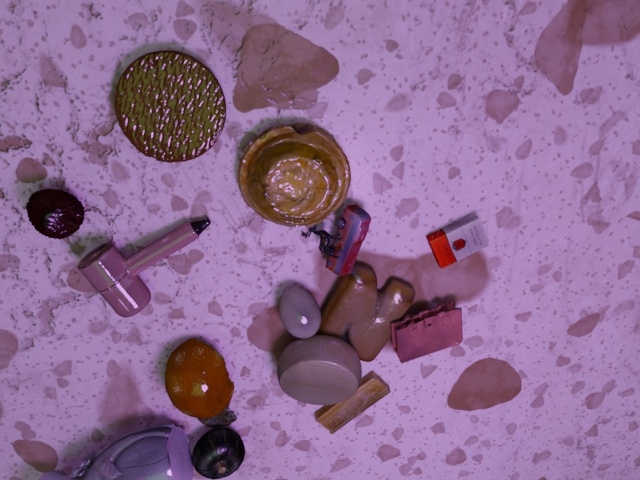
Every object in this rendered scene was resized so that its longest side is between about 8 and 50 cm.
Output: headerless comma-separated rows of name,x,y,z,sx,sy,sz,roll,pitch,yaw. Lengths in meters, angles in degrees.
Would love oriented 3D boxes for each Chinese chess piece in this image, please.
Chinese chess piece,-0.003,0.383,1.516,0.250,0.101,0.251,1,133,1

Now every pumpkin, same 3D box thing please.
pumpkin,-0.318,0.673,1.627,0.167,0.125,0.167,-4,97,-33

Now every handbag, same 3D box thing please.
handbag,0.319,0.273,1.539,0.212,0.059,0.158,-17,127,-9

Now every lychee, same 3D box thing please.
lychee,-0.644,-0.070,1.248,0.123,0.123,0.129,-41,86,11

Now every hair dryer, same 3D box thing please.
hair dryer,-0.429,0.048,1.349,0.344,0.107,0.190,-30,116,0

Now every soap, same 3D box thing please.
soap,0.102,0.527,1.669,0.252,0.037,0.092,-39,113,11

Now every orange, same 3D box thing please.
orange,-0.355,0.416,1.488,0.179,0.158,0.238,-4,118,12

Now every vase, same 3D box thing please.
vase,-0.619,0.726,1.555,0.444,0.250,0.250,-20,116,3

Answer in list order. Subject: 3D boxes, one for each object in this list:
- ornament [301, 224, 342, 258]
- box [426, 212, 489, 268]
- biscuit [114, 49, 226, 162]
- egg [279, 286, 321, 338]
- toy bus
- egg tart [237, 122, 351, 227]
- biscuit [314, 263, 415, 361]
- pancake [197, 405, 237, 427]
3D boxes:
ornament,0.000,0.000,1.383,0.125,0.028,0.074,15,111,27
box,0.389,0.002,1.462,0.152,0.048,0.100,-26,113,7
biscuit,-0.352,-0.312,1.218,0.261,0.037,0.262,-3,116,-7
egg,-0.058,0.203,1.453,0.114,0.114,0.152,-20,97,2
toy bus,0.074,0.001,1.390,0.065,0.077,0.192,-10,127,-49
egg tart,-0.062,-0.153,1.291,0.289,0.115,0.291,-3,114,-7
biscuit,0.122,0.222,1.517,0.236,0.062,0.291,24,111,-18
pancake,-0.332,0.546,1.625,0.116,0.023,0.130,-17,116,3
